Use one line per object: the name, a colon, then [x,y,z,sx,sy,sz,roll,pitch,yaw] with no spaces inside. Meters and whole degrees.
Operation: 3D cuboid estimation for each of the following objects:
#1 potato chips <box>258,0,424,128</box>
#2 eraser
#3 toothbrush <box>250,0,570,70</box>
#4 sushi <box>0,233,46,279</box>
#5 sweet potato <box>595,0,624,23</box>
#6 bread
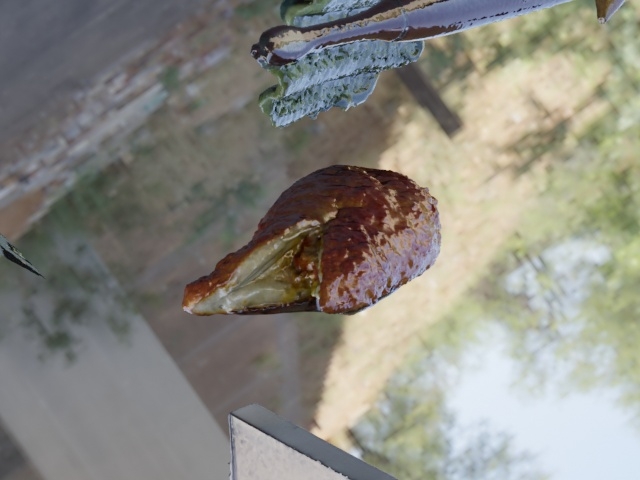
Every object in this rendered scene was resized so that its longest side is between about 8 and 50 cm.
potato chips: [0.096,-0.260,1.556,0.358,0.070,0.429,-49,165,27]
eraser: [0.000,0.164,0.851,0.023,0.104,0.150,-15,-157,-35]
toothbrush: [0.085,-0.160,1.039,0.364,0.041,0.041,-22,171,-45]
sushi: [-0.188,-0.043,0.707,0.026,0.120,0.126,-53,141,-17]
sweet potato: [0.299,-0.301,1.512,0.065,0.218,0.051,1,146,12]
bread: [0.009,-0.001,1.066,0.139,0.095,0.269,-5,-173,19]
